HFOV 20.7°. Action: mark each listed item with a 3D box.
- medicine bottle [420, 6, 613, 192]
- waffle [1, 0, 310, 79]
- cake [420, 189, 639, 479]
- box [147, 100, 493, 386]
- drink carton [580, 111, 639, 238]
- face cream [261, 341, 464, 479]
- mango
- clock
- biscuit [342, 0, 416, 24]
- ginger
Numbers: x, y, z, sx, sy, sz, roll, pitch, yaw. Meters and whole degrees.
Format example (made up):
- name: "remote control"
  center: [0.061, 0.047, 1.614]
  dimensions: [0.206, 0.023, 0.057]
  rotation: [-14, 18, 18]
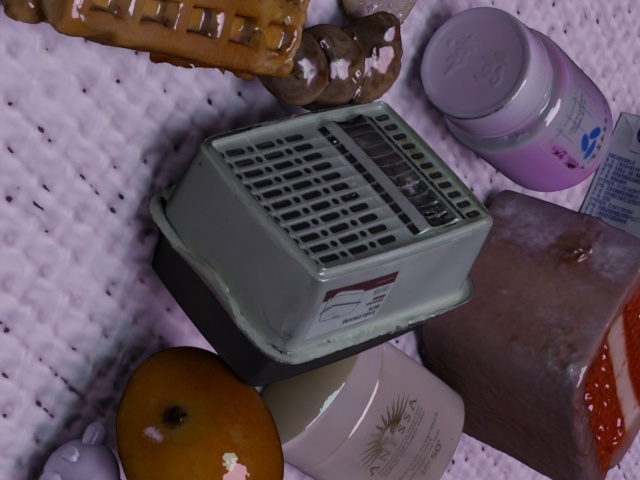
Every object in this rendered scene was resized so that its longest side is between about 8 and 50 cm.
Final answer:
- name: "medicine bottle"
  center: [0.218, -0.154, 1.932]
  dimensions: [0.254, 0.152, 0.152]
  rotation: [31, 81, -59]
- name: "waffle"
  center: [-0.108, -0.254, 1.428]
  dimensions: [0.327, 0.098, 0.224]
  rotation: [6, 105, -57]
- name: "cake"
  center: [0.282, 0.129, 2.128]
  dimensions: [0.237, 0.230, 0.309]
  rotation: [-52, 145, -23]
- name: "box"
  center: [0.000, 0.000, 1.610]
  dimensions: [0.290, 0.220, 0.166]
  rotation: [-16, 147, -44]
- name: "drink carton"
  center: [0.413, -0.004, 2.366]
  dimensions: [0.130, 0.106, 0.315]
  rotation: [31, 82, -60]
- name: "face cream"
  center: [0.050, 0.198, 1.951]
  dimensions: [0.173, 0.081, 0.348]
  rotation: [-59, 148, -6]
- name: "mango"
  center: [-0.111, 0.179, 1.603]
  dimensions: [0.254, 0.139, 0.175]
  rotation: [-115, -177, -80]
- name: "clock"
  center: [-0.236, 0.252, 1.547]
  dimensions: [0.176, 0.080, 0.117]
  rotation: [-50, 145, -29]
- name: "biscuit"
  center: [0.065, -0.275, 1.749]
  dimensions: [0.152, 0.020, 0.152]
  rotation: [-32, 132, -44]
- name: "ginger"
  center: [0.007, -0.169, 1.662]
  dimensions: [0.204, 0.080, 0.104]
  rotation: [-18, 143, -54]
